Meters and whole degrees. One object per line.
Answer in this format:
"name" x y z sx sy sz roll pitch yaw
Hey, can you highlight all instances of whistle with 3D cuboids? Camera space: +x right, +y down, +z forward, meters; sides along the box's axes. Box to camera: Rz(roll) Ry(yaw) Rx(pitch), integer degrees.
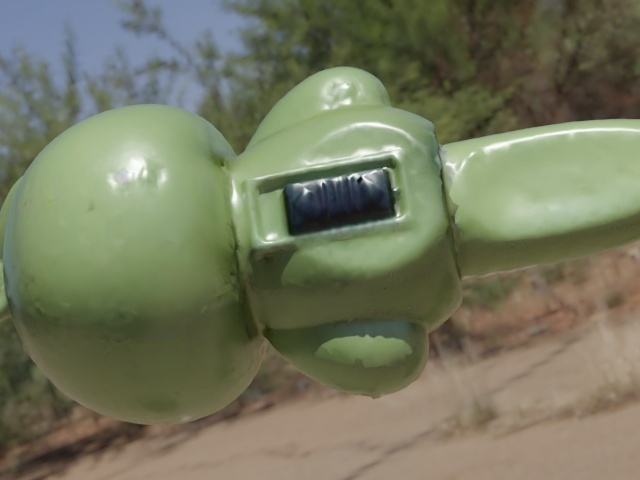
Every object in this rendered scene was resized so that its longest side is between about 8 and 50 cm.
"whistle" -0.002 0.004 0.651 0.294 0.141 0.141 -5 1 -6
